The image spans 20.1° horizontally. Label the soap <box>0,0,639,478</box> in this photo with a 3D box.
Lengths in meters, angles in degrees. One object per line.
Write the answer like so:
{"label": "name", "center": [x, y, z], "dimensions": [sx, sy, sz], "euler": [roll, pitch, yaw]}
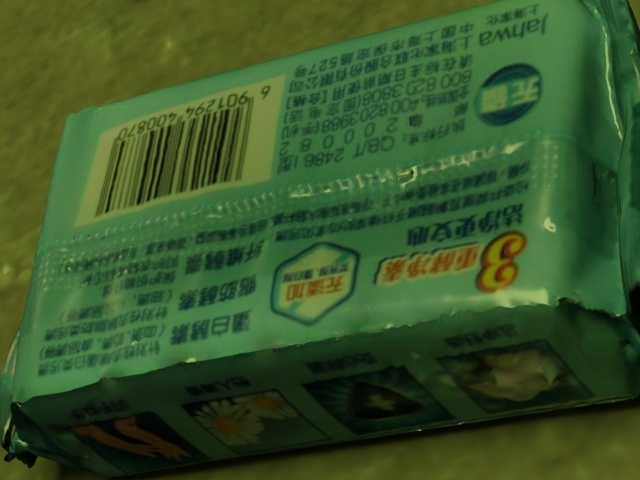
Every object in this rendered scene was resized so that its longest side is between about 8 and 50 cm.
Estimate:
{"label": "soap", "center": [0.000, 0.000, 0.681], "dimensions": [0.293, 0.077, 0.156], "euler": [-11, 52, 28]}
